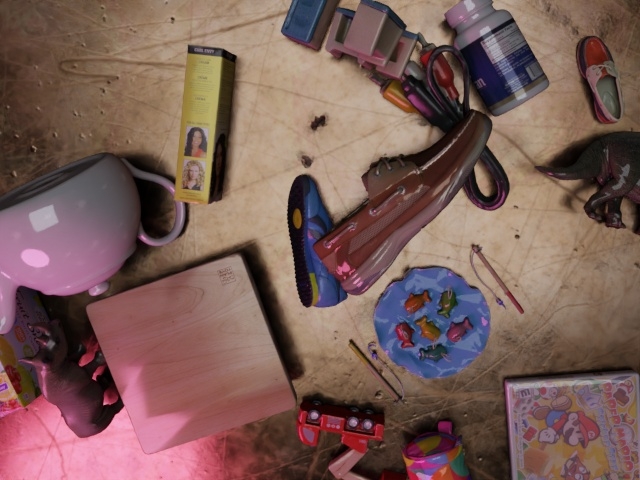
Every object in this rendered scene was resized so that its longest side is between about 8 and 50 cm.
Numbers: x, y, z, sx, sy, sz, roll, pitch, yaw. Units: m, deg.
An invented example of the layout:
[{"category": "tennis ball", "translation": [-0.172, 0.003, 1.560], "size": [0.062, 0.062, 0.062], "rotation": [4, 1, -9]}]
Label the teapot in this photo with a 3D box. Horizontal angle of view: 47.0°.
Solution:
[{"category": "teapot", "translation": [-0.362, -0.006, 1.094], "size": [0.256, 0.252, 0.187], "rotation": [-18, 110, 18]}]

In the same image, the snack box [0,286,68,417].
[{"category": "snack box", "translation": [-0.488, 0.148, 1.141], "size": [0.070, 0.174, 0.207], "rotation": [-22, 95, 8]}]

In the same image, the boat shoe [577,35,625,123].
[{"category": "boat shoe", "translation": [0.419, -0.240, 1.094], "size": [0.049, 0.043, 0.137], "rotation": [-16, 95, 8]}]

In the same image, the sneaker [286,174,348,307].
[{"category": "sneaker", "translation": [0.000, 0.000, 1.151], "size": [0.082, 0.069, 0.209], "rotation": [-8, 90, -24]}]

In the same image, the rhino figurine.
[{"category": "rhino figurine", "translation": [-0.381, 0.210, 1.130], "size": [0.073, 0.106, 0.243], "rotation": [6, 136, 27]}]

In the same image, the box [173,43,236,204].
[{"category": "box", "translation": [-0.175, -0.174, 1.122], "size": [0.058, 0.087, 0.232], "rotation": [7, 99, 5]}]

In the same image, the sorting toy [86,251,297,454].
[{"category": "sorting toy", "translation": [-0.195, 0.172, 1.168], "size": [0.257, 0.089, 0.255], "rotation": [-19, 96, 6]}]

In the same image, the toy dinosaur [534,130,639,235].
[{"category": "toy dinosaur", "translation": [0.471, -0.096, 1.091], "size": [0.314, 0.121, 0.160], "rotation": [12, 87, 7]}]

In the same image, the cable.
[{"category": "cable", "translation": [0.208, -0.183, 1.103], "size": [0.139, 0.072, 0.287], "rotation": [-37, 102, 32]}]

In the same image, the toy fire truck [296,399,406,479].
[{"category": "toy fire truck", "translation": [0.051, 0.341, 1.196], "size": [0.192, 0.047, 0.135], "rotation": [9, 100, 3]}]

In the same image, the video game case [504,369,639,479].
[{"category": "video game case", "translation": [0.407, 0.325, 1.181], "size": [0.207, 0.026, 0.226], "rotation": [-5, 97, 4]}]

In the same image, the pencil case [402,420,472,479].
[{"category": "pencil case", "translation": [0.210, 0.418, 1.172], "size": [0.105, 0.104, 0.236], "rotation": [-16, 97, 6]}]

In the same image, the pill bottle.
[{"category": "pill bottle", "translation": [0.252, -0.275, 1.074], "size": [0.094, 0.094, 0.169], "rotation": [-31, 94, 7]}]

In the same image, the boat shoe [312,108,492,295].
[{"category": "boat shoe", "translation": [0.112, -0.068, 1.055], "size": [0.116, 0.123, 0.324], "rotation": [41, 100, -1]}]

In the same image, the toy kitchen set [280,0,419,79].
[{"category": "toy kitchen set", "translation": [0.031, -0.324, 1.015], "size": [0.207, 0.166, 0.122], "rotation": [26, 99, 22]}]

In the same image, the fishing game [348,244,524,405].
[{"category": "fishing game", "translation": [0.178, 0.132, 1.164], "size": [0.264, 0.041, 0.189], "rotation": [-35, 97, 7]}]
